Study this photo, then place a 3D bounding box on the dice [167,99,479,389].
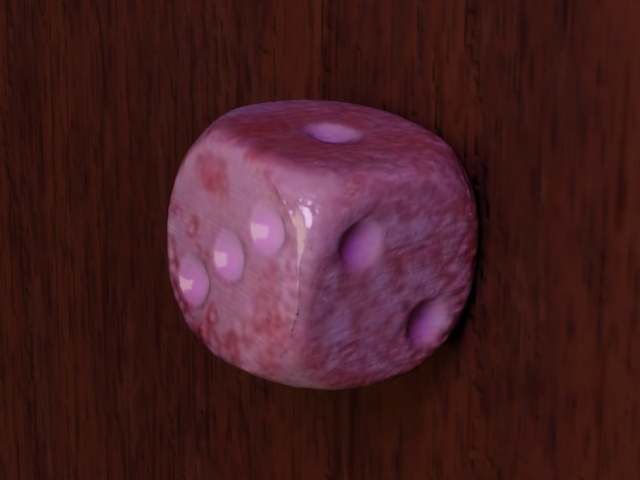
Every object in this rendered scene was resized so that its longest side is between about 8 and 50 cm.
[{"bbox_3d":[0.000,0.000,0.721,0.093,0.094,0.091,31,123,46],"label":"dice"}]
